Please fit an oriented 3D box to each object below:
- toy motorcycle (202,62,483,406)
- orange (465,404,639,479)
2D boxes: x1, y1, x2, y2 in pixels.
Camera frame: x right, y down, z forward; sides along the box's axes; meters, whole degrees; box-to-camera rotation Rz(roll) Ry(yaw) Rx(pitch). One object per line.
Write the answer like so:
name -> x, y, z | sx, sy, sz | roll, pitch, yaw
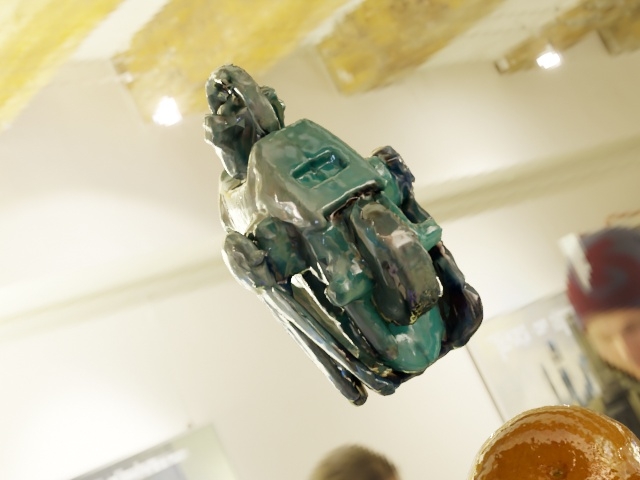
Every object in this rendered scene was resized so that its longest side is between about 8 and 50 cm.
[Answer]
toy motorcycle -> 0.000, 0.000, 1.001 | 0.154, 0.260, 0.206 | -32, -34, -19
orange -> 0.195, 0.210, 1.089 | 0.156, 0.156, 0.124 | -26, -32, -1
